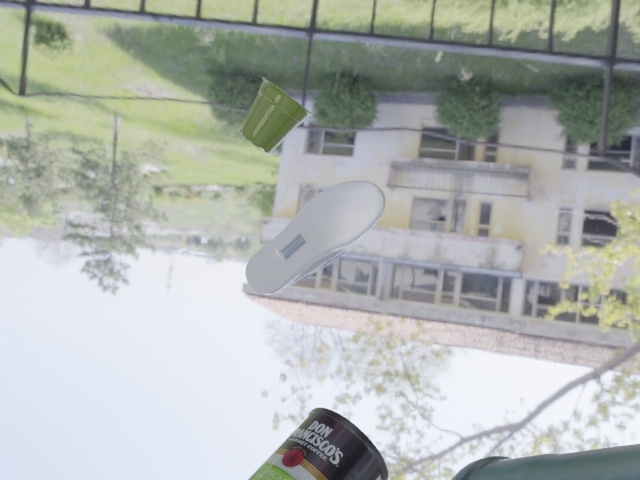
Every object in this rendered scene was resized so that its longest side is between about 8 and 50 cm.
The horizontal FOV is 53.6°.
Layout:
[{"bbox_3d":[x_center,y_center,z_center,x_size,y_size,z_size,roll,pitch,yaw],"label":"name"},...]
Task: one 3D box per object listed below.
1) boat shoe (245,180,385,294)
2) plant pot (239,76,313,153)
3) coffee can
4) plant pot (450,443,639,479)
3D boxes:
[{"bbox_3d":[0.000,0.000,0.700,0.066,0.184,0.063,52,-161,14],"label":"boat shoe"},{"bbox_3d":[-0.066,-0.161,0.847,0.083,0.079,0.083,37,-174,-5],"label":"plant pot"},{"bbox_3d":[-0.033,0.480,1.180,0.202,0.201,0.275,3,-145,47],"label":"coffee can"},{"bbox_3d":[0.228,0.219,0.307,0.255,0.271,0.272,-28,157,33],"label":"plant pot"}]
